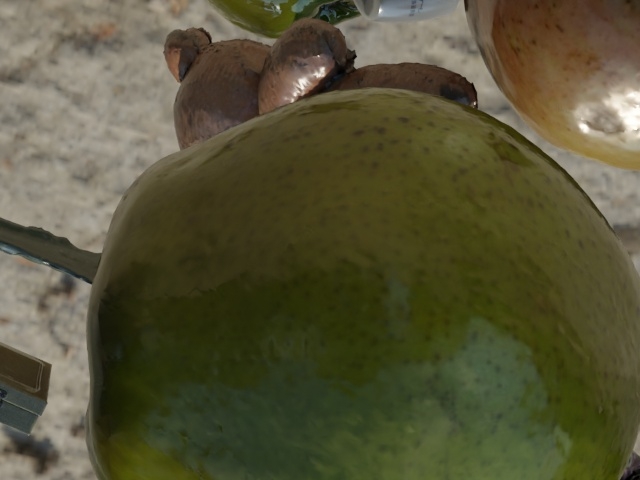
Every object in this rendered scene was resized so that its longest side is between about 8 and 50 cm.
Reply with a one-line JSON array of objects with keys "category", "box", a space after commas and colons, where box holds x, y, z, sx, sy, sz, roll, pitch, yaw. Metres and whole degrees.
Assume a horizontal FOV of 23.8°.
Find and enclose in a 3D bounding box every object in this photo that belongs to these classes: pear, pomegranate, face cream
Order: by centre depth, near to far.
[{"category": "pear", "box": [0.013, 0.044, 0.520, 0.198, 0.198, 0.198, 3, 137, 3]}, {"category": "pomegranate", "box": [0.236, -0.223, 1.087, 0.338, 0.338, 0.338, 3, 137, 3]}, {"category": "face cream", "box": [0.077, -0.232, 1.302, 0.095, 0.091, 0.091, -18, 140, -18]}]

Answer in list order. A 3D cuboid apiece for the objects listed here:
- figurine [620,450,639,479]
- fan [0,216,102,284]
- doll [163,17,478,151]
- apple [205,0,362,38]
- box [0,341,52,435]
[{"category": "figurine", "box": [0.255, 0.276, 1.361, 0.145, 0.145, 0.222, -18, 114, 23]}, {"category": "fan", "box": [-0.041, 0.036, 0.776, 0.335, 0.230, 0.011, 20, 137, -14]}, {"category": "doll", "box": [0.022, -0.097, 1.227, 0.303, 0.156, 0.201, 0, 119, 36]}, {"category": "apple", "box": [-0.058, -0.374, 1.798, 0.233, 0.258, 0.295, -19, 171, -24]}, {"category": "box", "box": [-0.256, 0.112, 1.204, 0.079, 0.083, 0.035, 26, 104, -13]}]
